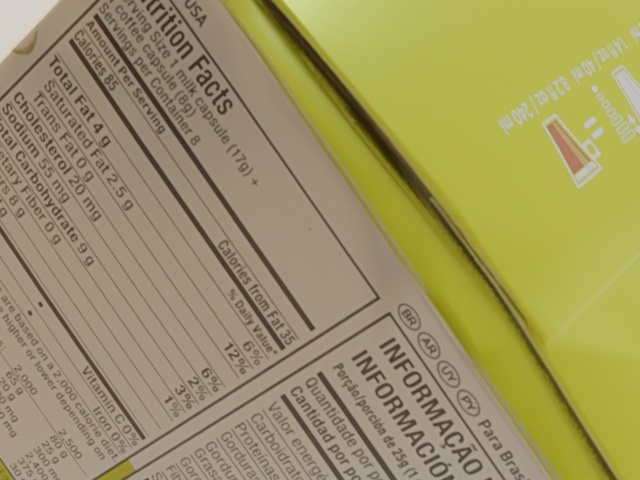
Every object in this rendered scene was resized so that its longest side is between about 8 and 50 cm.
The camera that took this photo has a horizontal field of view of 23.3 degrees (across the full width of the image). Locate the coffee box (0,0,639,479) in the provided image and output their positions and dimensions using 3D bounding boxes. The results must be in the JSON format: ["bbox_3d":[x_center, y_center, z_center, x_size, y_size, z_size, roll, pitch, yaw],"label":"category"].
[{"bbox_3d":[0.035,0.034,0.712,0.334,0.338,0.337,-36,179,42],"label":"coffee box"}]
